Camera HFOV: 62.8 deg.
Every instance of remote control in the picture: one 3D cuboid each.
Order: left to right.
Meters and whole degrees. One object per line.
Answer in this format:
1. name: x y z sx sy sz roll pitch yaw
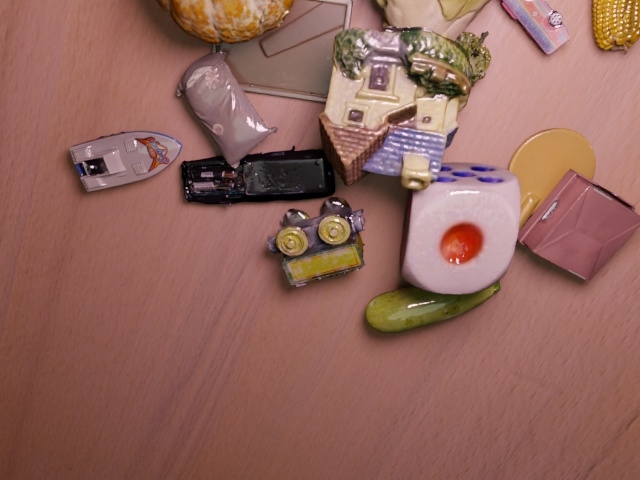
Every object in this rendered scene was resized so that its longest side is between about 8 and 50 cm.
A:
1. remote control: -0.165 -0.162 1.347 0.399 0.062 0.144 -3 111 8

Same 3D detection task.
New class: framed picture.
1. framed picture: -0.098 -0.463 1.239 0.324 0.020 0.240 8 113 3

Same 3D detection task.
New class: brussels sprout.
1. brussels sprout: 0.229 -0.548 1.046 0.274 0.242 0.316 -20 106 16

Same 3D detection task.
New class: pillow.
1. pillow: -0.231 -0.316 1.256 0.169 0.059 0.255 -34 95 16

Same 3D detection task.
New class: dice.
1. dice: 0.319 -0.039 1.243 0.243 0.251 0.259 4 112 7

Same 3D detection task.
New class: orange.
1. orange: -0.195 -0.573 1.068 0.330 0.249 0.329 0 94 -5

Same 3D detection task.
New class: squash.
1. squash: 0.300 0.168 1.403 0.371 0.118 0.118 -13 110 9

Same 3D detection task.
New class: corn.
1. corn: 0.615 -0.539 1.084 0.102 0.101 0.310 -9 113 10

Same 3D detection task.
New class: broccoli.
1. broccoli: 0.313 -0.395 1.165 0.132 0.120 0.130 1 119 3

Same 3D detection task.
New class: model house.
1. model house: 0.146 -0.257 1.102 0.321 0.261 0.266 10 75 7

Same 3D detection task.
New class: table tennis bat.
1. table tennis bat: 0.535 -0.122 1.292 0.199 0.050 0.320 26 110 -6

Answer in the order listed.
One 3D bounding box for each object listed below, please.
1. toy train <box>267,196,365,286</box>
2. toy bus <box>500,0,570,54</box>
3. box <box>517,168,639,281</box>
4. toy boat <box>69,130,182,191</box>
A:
1. toy train: 0.000 0.000 1.361 0.261 0.134 0.177 -15 118 13
2. toy bus: 0.462 -0.496 1.139 0.192 0.065 0.077 44 117 -11
3. box: 0.630 -0.032 1.271 0.215 0.086 0.215 24 113 -21
4. toy boat: -0.492 -0.215 1.348 0.295 0.088 0.129 -10 111 11
